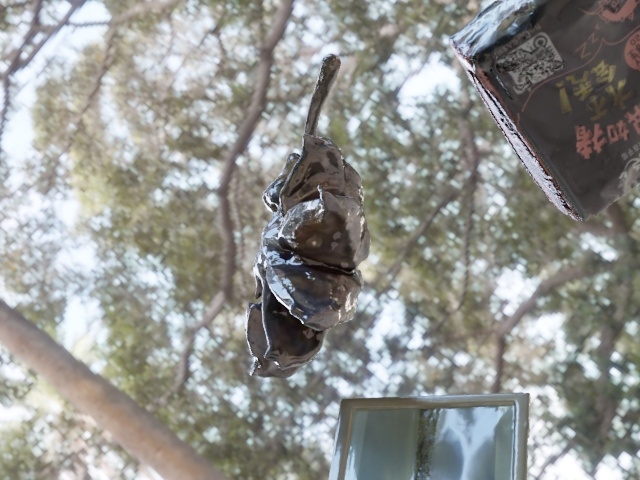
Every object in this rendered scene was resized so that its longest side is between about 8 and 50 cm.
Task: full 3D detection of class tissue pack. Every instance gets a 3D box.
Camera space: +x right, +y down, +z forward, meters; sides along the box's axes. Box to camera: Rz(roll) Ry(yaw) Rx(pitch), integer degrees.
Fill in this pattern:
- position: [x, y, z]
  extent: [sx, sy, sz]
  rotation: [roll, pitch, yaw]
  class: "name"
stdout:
- position: [0.338, -0.204, 1.529]
  extent: [0.245, 0.123, 0.332]
  rotation: [-37, -55, 7]
  class: "tissue pack"

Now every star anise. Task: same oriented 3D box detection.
- position: [0.000, 0.000, 1.331]
  extent: [0.139, 0.316, 0.359]
  rotation: [9, -68, -17]
  class: "star anise"

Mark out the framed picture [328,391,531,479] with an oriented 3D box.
- position: [0.104, 0.275, 1.206]
  extent: [0.289, 0.213, 0.016]
  rotation: [-78, -23, -44]
  class: "framed picture"
